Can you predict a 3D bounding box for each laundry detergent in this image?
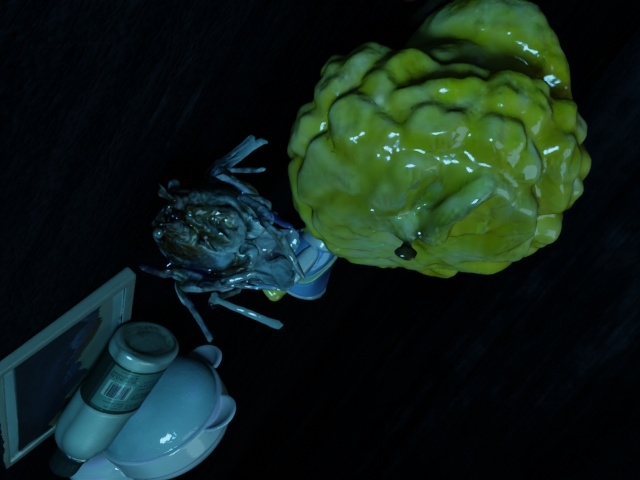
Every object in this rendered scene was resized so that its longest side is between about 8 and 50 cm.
[{"bbox_3d":[-0.258,0.198,1.295,0.226,0.070,0.099,-55,168,23],"label":"laundry detergent"}]

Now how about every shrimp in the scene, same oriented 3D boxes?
[{"bbox_3d":[-0.098,0.002,1.182,0.410,0.165,0.222,125,-25,-83],"label":"shrimp"}]

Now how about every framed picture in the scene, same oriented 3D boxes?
[{"bbox_3d":[-0.296,0.153,1.248,0.192,0.018,0.265,-39,163,-30],"label":"framed picture"}]

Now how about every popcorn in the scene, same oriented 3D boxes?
[{"bbox_3d":[0.136,-0.130,1.267,0.349,0.348,0.382,94,1,-68],"label":"popcorn"}]

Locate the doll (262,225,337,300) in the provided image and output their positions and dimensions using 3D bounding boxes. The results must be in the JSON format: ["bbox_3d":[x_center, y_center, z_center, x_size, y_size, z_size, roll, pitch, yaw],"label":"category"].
[{"bbox_3d":[-0.001,-0.001,1.558,0.135,0.099,0.241,-5,139,-37],"label":"doll"}]

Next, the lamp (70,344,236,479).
[{"bbox_3d":[-0.229,0.231,1.405,0.246,0.179,0.108,-30,123,4],"label":"lamp"}]
